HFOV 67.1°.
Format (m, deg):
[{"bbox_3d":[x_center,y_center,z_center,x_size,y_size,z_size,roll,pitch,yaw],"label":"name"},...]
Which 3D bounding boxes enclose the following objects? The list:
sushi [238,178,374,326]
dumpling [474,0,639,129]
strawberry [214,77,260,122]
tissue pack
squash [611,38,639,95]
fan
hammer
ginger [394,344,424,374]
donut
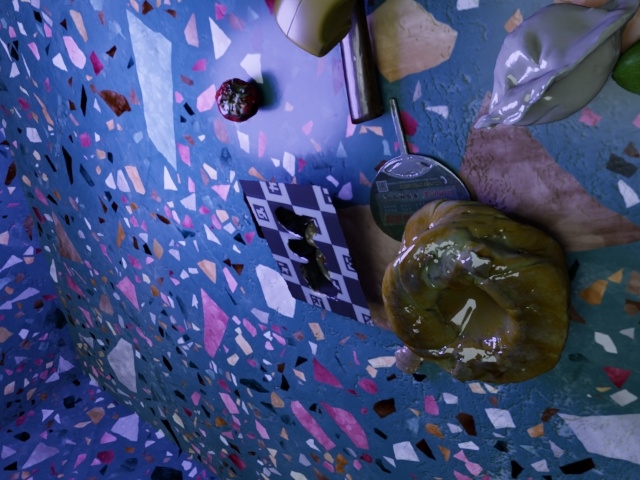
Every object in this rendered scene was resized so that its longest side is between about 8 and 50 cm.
[{"bbox_3d":[0.000,0.000,1.128,0.296,0.100,0.372,12,133,44],"label":"sushi"},{"bbox_3d":[0.310,-0.231,0.656,0.147,0.193,0.258,48,132,-1],"label":"dumpling"},{"bbox_3d":[-0.186,-0.316,1.083,0.106,0.106,0.106,20,126,29],"label":"strawberry"},{"bbox_3d":[0.004,-0.389,0.741,0.127,0.123,0.178,38,141,-3],"label":"tissue pack"},{"bbox_3d":[0.532,-0.264,0.521,0.395,0.107,0.107,-25,99,43],"label":"squash"},{"bbox_3d":[0.168,-0.105,0.977,0.294,0.012,0.223,51,136,2],"label":"fan"},{"bbox_3d":[0.052,-0.400,0.838,0.243,0.095,0.408,9,123,35],"label":"hammer"},{"bbox_3d":[0.231,0.259,1.118,0.069,0.051,0.173,46,137,2],"label":"ginger"},{"bbox_3d":[0.280,0.096,0.895,0.361,0.170,0.360,17,128,23],"label":"donut"}]
